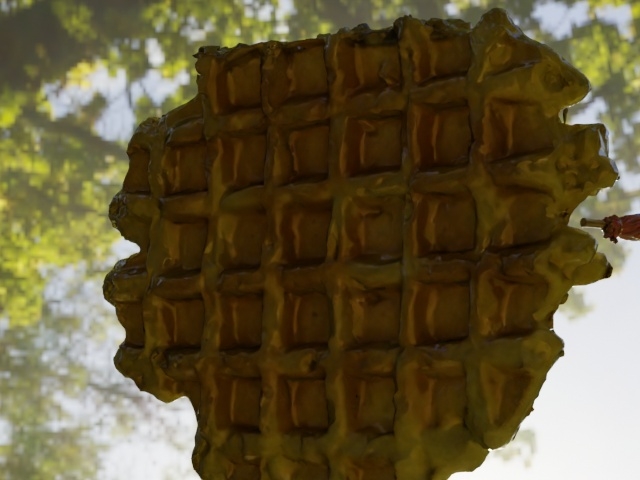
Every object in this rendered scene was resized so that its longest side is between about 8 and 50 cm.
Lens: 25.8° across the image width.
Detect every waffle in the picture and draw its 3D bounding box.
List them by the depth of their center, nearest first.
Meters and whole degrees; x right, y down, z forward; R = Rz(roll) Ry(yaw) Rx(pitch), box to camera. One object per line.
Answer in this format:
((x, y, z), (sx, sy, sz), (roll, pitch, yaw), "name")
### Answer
((0.002, 0.000, 0.751), (0.060, 0.312, 0.307), (8, -66, -54), "waffle")

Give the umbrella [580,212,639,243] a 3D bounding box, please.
((0.283, -0.009, 1.188), (0.165, 0.027, 0.025), (2, -3, -35), "umbrella")
